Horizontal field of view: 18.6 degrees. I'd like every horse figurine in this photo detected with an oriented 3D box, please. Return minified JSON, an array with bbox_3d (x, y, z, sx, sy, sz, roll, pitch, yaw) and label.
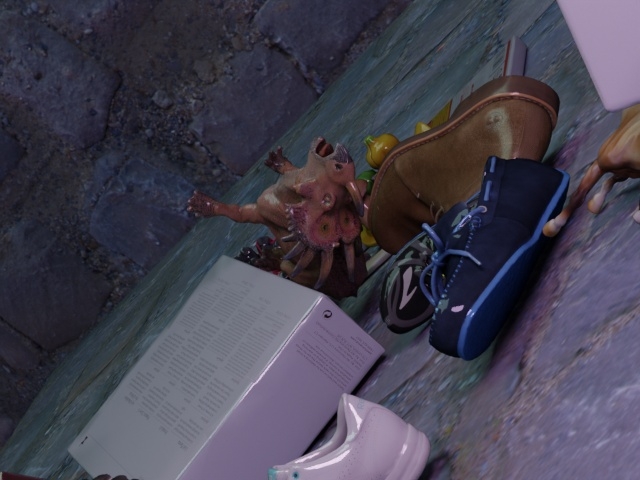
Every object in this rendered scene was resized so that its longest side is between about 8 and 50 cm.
[{"bbox_3d":[0.270,-0.102,1.584,0.263,0.066,0.174,-58,5,-32],"label":"horse figurine"}]

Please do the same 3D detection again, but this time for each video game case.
[{"bbox_3d":[0.146,-0.121,2.410,0.285,0.025,0.204,-45,10,21],"label":"video game case"}]

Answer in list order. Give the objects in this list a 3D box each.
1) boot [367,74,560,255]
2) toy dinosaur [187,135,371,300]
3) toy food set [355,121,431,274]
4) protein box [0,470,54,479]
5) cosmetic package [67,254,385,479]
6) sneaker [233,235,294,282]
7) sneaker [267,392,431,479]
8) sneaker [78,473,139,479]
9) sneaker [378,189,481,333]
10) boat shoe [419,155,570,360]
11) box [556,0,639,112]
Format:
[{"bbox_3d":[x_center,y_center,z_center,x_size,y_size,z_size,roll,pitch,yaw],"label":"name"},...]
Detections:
[{"bbox_3d":[0.128,-0.043,1.945,0.305,0.112,0.115,-45,29,53],"label":"boot"},{"bbox_3d":[0.000,0.000,2.054,0.200,0.295,0.127,31,78,37],"label":"toy dinosaur"},{"bbox_3d":[0.070,-0.066,2.282,0.128,0.071,0.218,-40,22,35],"label":"toy food set"},{"bbox_3d":[-0.284,0.353,1.857,0.200,0.136,0.201,-38,45,50],"label":"protein box"},{"bbox_3d":[-0.110,0.169,2.024,0.284,0.097,0.377,-49,17,-7],"label":"cosmetic package"},{"bbox_3d":[-0.100,0.143,2.277,0.299,0.121,0.112,-53,-21,-8],"label":"sneaker"},{"bbox_3d":[-0.010,0.215,1.491,0.212,0.094,0.080,-57,12,-7],"label":"sneaker"},{"bbox_3d":[-0.096,0.278,1.450,0.130,0.147,0.330,-23,22,-36],"label":"sneaker"},{"bbox_3d":[0.121,0.014,1.807,0.188,0.067,0.078,-43,4,17],"label":"sneaker"},{"bbox_3d":[0.130,0.014,1.630,0.258,0.089,0.109,-50,-22,-57],"label":"boat shoe"},{"bbox_3d":[0.296,-0.253,1.474,0.215,0.168,0.345,-23,13,20],"label":"box"}]
